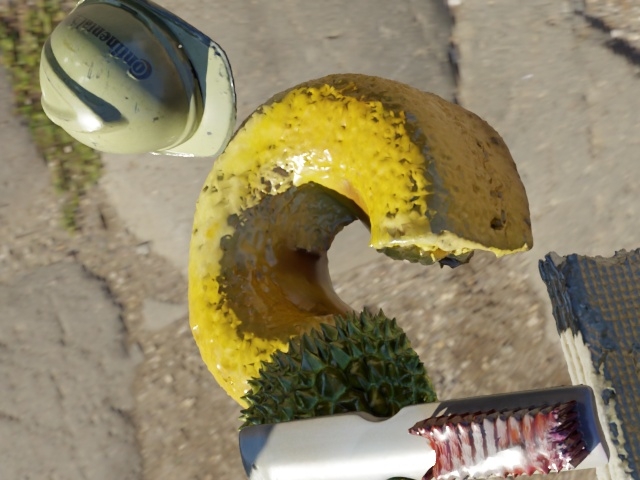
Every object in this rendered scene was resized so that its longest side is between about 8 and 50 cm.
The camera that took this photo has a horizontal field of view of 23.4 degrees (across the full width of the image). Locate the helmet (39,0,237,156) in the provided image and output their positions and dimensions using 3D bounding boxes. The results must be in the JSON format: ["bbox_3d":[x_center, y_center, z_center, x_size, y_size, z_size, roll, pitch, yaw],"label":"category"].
[{"bbox_3d":[-0.236,-0.171,1.773,0.257,0.137,0.204,25,130,28],"label":"helmet"}]

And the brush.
[{"bbox_3d":[0.058,0.154,1.131,0.321,0.050,0.060,-12,96,39],"label":"brush"}]

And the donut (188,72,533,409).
[{"bbox_3d":[0.000,0.000,1.761,0.435,0.163,0.377,-55,51,11],"label":"donut"}]

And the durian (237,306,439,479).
[{"bbox_3d":[0.027,0.168,1.322,0.200,0.237,0.176,45,79,-5],"label":"durian"}]

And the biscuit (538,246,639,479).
[{"bbox_3d":[0.280,0.117,1.403,0.062,0.108,0.239,132,127,-62],"label":"biscuit"}]
